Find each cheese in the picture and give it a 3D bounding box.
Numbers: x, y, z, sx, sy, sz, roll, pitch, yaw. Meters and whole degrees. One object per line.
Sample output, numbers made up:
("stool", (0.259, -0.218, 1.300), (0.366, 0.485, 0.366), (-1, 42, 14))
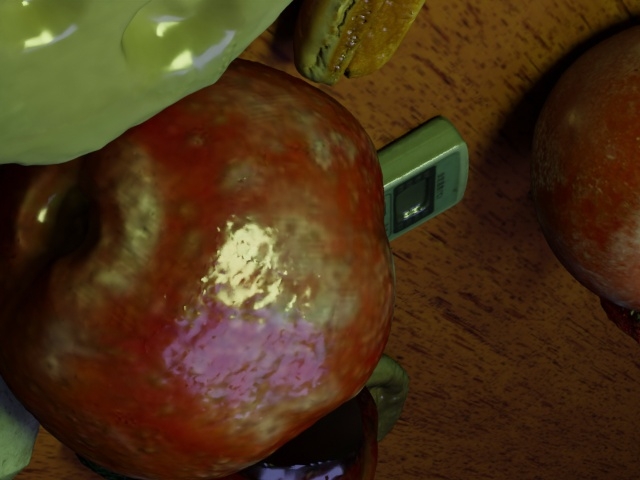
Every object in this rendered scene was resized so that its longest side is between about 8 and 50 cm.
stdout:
("cheese", (-0.122, -0.170, 0.840), (0.326, 0.115, 0.318), (-47, 155, 21))

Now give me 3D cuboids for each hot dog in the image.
("hot dog", (0.044, -0.192, 1.091), (0.092, 0.062, 0.236), (-16, 152, -38))

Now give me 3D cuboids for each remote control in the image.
("remote control", (0.000, 0.000, 1.412), (0.285, 0.038, 0.123), (-31, 156, -13))

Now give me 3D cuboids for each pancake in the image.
("pancake", (0.011, 0.205, 1.799), (0.222, 0.042, 0.236), (-20, 151, -29))

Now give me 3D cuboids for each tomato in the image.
("tomato", (0.307, -0.071, 1.465), (0.270, 0.227, 0.270), (-20, 134, -22))

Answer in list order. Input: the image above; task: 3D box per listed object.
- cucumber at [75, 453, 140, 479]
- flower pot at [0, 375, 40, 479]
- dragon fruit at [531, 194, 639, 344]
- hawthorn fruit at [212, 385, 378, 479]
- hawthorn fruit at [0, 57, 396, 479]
("cucumber", (-0.176, 0.210, 1.549), (0.058, 0.052, 0.215), (-10, 157, 11))
("flower pot", (-0.291, 0.110, 1.058), (0.212, 0.212, 0.202), (-48, 167, 24))
("dragon fruit", (0.296, 0.008, 1.649), (0.092, 0.192, 0.122), (-33, 143, 10))
("hawthorn fruit", (-0.053, 0.213, 1.510), (0.215, 0.215, 0.250), (-11, 124, -44))
("hawthorn fruit", (-0.086, 0.015, 1.066), (0.284, 0.284, 0.284), (-30, 155, -15))
